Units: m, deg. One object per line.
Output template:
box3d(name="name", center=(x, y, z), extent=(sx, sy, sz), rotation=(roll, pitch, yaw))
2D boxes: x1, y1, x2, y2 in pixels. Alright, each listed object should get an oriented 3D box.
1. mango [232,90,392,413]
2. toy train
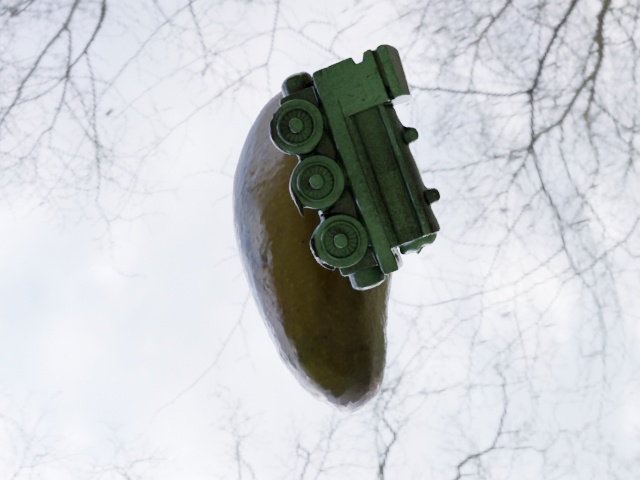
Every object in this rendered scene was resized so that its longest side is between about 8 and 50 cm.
box3d(name="mango", center=(-0.006, -0.005, 0.804), extent=(0.176, 0.175, 0.330), rotation=(28, -133, -25))
box3d(name="toy train", center=(0.030, -0.052, 0.626), extent=(0.071, 0.111, 0.171), rotation=(-11, -99, -79))
